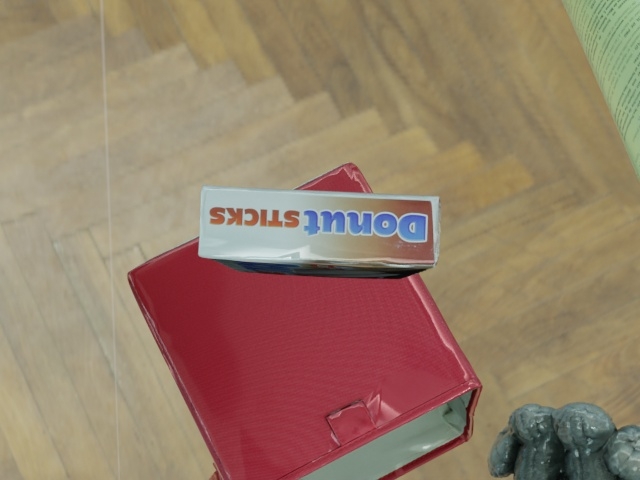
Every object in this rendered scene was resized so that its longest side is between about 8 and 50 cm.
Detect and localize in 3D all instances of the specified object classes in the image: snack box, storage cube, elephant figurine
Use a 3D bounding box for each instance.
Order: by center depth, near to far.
[{"bbox_3d":[0.000,0.000,0.448,0.064,0.178,0.022,3,87,0],"label":"snack box"},{"bbox_3d":[-0.012,0.091,1.031,0.215,0.183,0.193,-26,70,-6],"label":"storage cube"},{"bbox_3d":[0.195,0.265,1.114,0.186,0.169,0.239,18,64,-9],"label":"elephant figurine"}]

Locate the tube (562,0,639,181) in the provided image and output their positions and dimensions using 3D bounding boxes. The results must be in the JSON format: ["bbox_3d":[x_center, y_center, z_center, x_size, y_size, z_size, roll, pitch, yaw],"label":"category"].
[{"bbox_3d":[0.165,-0.103,0.701,0.062,0.070,0.240,-22,42,11],"label":"tube"}]
